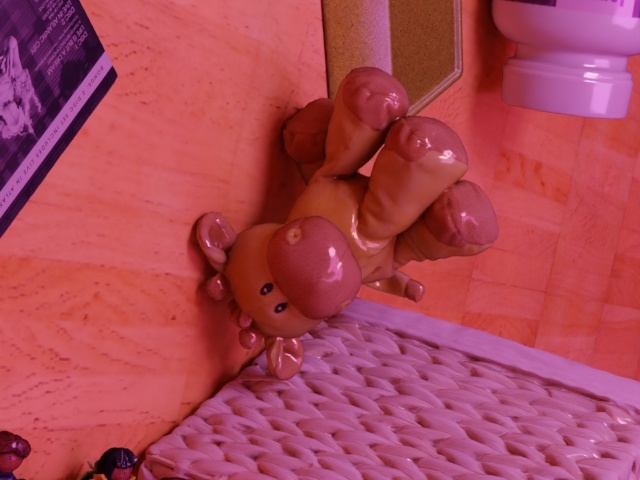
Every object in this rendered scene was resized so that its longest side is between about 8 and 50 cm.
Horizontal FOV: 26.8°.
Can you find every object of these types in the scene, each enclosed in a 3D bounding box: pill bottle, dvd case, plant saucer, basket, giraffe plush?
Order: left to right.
[{"bbox_3d":[-0.194,-0.111,0.708,0.164,0.018,0.221,-60,147,-30],"label":"dvd case"},{"bbox_3d":[0.000,0.000,0.992,0.170,0.181,0.210,-37,168,-36],"label":"giraffe plush"},{"bbox_3d":[0.071,-0.178,1.126,0.188,0.045,0.188,-41,135,-47],"label":"plant saucer"},{"bbox_3d":[0.074,0.264,1.023,0.266,0.331,0.328,-37,133,-47],"label":"basket"},{"bbox_3d":[0.254,-0.274,1.286,0.169,0.169,0.302,-13,112,-59],"label":"pill bottle"}]

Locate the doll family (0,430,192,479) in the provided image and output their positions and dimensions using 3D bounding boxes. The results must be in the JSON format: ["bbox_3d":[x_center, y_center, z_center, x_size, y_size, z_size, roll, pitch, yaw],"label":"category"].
[{"bbox_3d":[-0.154,0.178,0.843,0.193,0.076,0.111,9,98,-58],"label":"doll family"}]
